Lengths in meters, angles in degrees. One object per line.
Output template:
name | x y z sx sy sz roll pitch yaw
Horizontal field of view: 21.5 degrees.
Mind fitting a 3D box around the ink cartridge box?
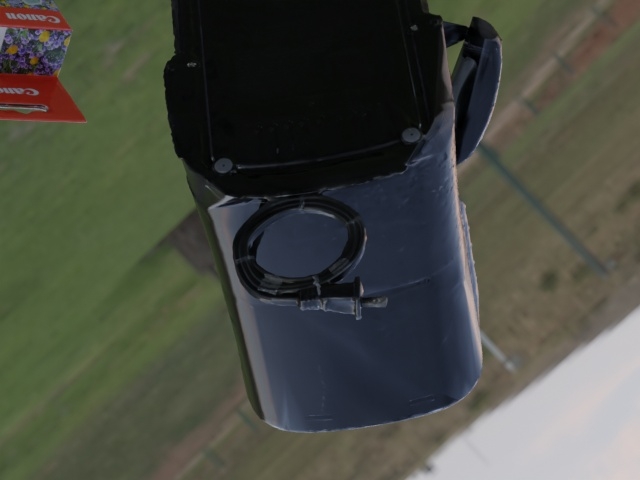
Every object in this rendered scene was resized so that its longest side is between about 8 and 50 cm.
ink cartridge box | -0.151 -0.098 0.774 0.063 0.115 0.029 -1 129 -35

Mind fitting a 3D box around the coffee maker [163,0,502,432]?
coffee maker | 0.000 0.000 0.658 0.178 0.120 0.171 77 28 -51
